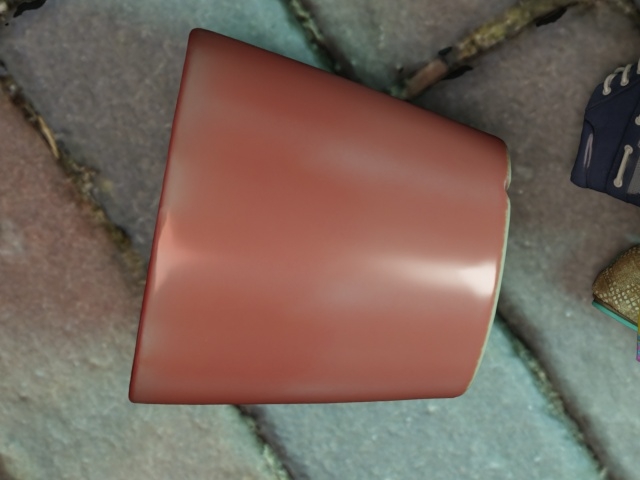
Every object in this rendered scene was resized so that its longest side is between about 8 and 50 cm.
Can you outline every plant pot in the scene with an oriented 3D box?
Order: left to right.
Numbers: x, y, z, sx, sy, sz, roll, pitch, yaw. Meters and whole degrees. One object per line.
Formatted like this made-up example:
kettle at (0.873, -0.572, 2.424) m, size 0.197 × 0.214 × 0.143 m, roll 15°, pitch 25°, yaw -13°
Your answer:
plant pot at (0.000, 0.000, 1.444) m, size 0.243 × 0.275 × 0.275 m, roll 9°, pitch 106°, yaw -4°

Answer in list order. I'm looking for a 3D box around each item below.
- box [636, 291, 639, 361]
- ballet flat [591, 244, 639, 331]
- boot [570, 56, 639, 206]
box at (0.373, -0.057, 1.314) m, size 0.279 × 0.177 × 0.290 m, roll 10°, pitch 117°, yaw 23°
ballet flat at (0.303, 0.069, 1.496) m, size 0.206 × 0.073 × 0.067 m, roll 31°, pitch 98°, yaw 11°
boot at (0.246, -0.119, 1.472) m, size 0.086 × 0.069 × 0.190 m, roll 18°, pitch 96°, yaw 22°
